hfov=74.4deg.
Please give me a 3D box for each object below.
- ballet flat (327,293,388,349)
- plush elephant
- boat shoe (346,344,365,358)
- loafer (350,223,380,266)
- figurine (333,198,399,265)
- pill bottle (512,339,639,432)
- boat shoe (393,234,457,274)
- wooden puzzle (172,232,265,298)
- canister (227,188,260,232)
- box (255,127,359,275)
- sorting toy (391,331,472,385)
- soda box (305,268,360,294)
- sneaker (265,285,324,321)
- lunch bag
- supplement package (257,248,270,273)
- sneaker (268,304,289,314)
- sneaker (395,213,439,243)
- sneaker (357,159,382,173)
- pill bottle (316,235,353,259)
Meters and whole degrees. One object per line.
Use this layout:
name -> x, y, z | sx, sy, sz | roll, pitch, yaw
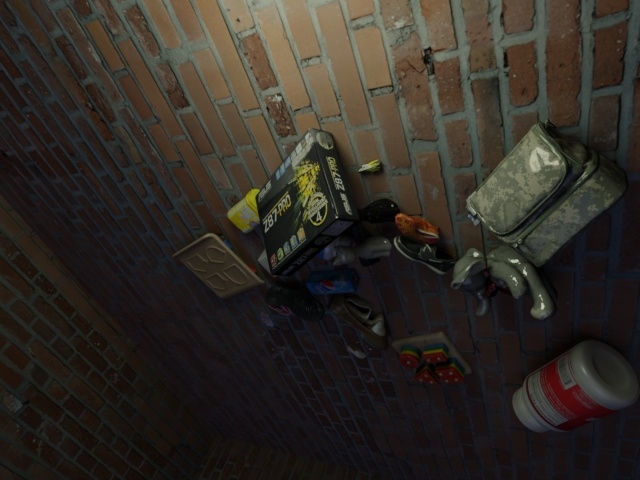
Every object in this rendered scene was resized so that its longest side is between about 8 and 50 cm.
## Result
ballet flat -> 0.188, 0.332, 1.784 | 0.342, 0.116, 0.124 | 40, 116, -7
plush elephant -> 0.529, 0.117, 1.291 | 0.255, 0.271, 0.330 | -31, 84, 28
boat shoe -> 0.174, 0.528, 2.011 | 0.100, 0.035, 0.035 | 32, 140, 5
loafer -> 0.157, -0.007, 1.496 | 0.078, 0.076, 0.224 | -15, 120, 10
figurine -> 0.134, -0.020, 1.356 | 0.092, 0.209, 0.215 | 38, 129, 47
pill bottle -> 0.895, 0.548, 1.527 | 0.228, 0.229, 0.408 | 26, 137, 2
boat shoe -> 0.352, 0.033, 1.414 | 0.232, 0.084, 0.079 | 25, 135, -16
wooden puzzle -> -0.454, 0.114, 1.911 | 0.322, 0.081, 0.348 | -24, 121, 40
canister -> -0.265, -0.108, 1.606 | 0.126, 0.073, 0.169 | 45, 136, -17
box -> -0.063, -0.108, 1.348 | 0.097, 0.319, 0.395 | 5, 150, -35
sorting toy -> 0.473, 0.528, 1.820 | 0.255, 0.089, 0.257 | -23, 118, 40
soda box -> 0.049, 0.168, 1.707 | 0.209, 0.071, 0.067 | -8, 126, 32
sneaker -> -0.087, 0.275, 1.825 | 0.318, 0.112, 0.131 | 17, 171, 39
lunch bag -> 0.559, -0.121, 1.081 | 0.256, 0.212, 0.305 | 41, 131, 11
supplement package -> -0.141, 0.057, 1.674 | 0.179, 0.105, 0.105 | -22, 117, 40
sneaker -> -0.191, 0.306, 1.978 | 0.118, 0.042, 0.067 | 21, 140, 11
sneaker -> 0.310, -0.046, 1.364 | 0.175, 0.068, 0.064 | 26, 139, -23
sneaker -> 0.154, -0.222, 1.317 | 0.083, 0.031, 0.035 | -14, 123, 36
pill bottle -> 0.000, 0.000, 1.536 | 0.221, 0.124, 0.124 | 20, 136, 10
